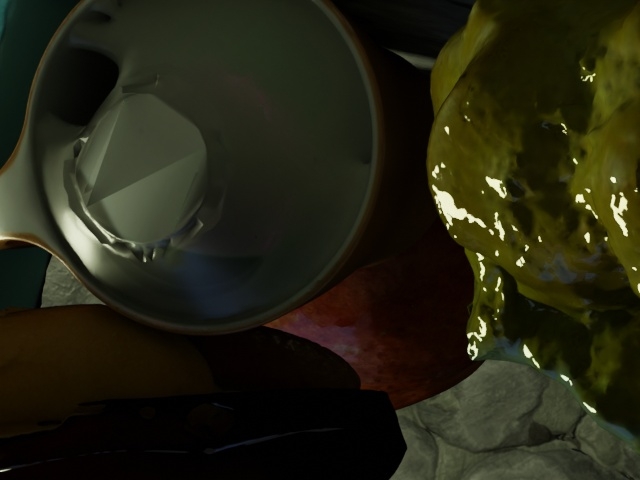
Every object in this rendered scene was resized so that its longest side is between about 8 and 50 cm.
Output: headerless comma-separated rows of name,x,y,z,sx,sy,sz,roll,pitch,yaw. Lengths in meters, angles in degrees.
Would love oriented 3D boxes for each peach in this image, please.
peach,0.000,0.000,1.270,0.256,0.232,0.232,-6,-176,-17

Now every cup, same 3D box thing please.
cup,-0.045,-0.041,1.035,0.226,0.182,0.264,-16,175,18

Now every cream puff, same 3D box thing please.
cream puff,0.168,0.005,0.785,0.281,0.185,0.282,16,175,1

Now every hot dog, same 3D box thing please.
hot dog,-0.124,0.094,1.018,0.326,0.107,0.194,-5,153,-2

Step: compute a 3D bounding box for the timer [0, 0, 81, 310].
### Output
timer,-0.260,-0.067,1.119,0.250,0.232,0.091,11,176,30
